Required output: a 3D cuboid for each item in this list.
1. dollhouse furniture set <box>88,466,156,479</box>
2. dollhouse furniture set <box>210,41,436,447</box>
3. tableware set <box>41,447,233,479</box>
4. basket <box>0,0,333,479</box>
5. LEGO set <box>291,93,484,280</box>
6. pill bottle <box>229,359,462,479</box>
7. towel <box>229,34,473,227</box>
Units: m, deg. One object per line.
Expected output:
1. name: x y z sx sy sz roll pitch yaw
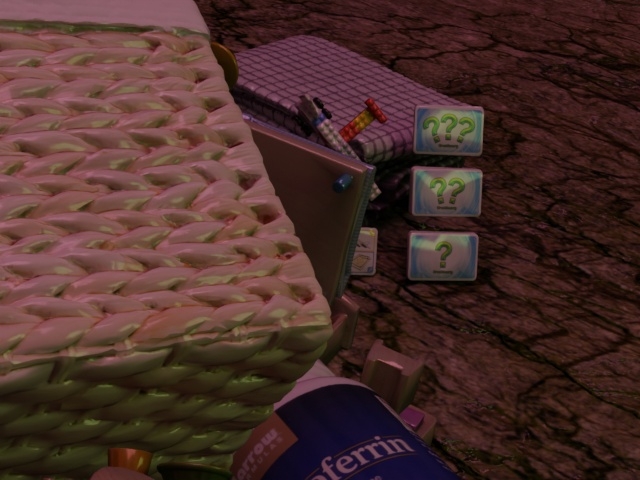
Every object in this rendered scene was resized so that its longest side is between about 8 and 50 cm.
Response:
1. dollhouse furniture set: -0.165 0.259 0.690 0.394 0.362 0.256 24 14 -45
2. dollhouse furniture set: 0.000 0.000 1.256 0.286 0.303 0.198 20 30 15
3. tableware set: -0.073 0.132 0.788 0.104 0.024 0.154 0 -20 16
4. basket: -0.219 0.047 0.880 0.331 0.328 0.266 -6 56 -37
5. LEGO set: 0.053 -0.051 1.496 0.244 0.182 0.060 2 5 -16
6. pill bottle: 0.016 0.193 1.070 0.153 0.153 0.265 -8 33 -33
7. towel: 0.009 -0.126 1.689 0.284 0.121 0.235 27 30 29
